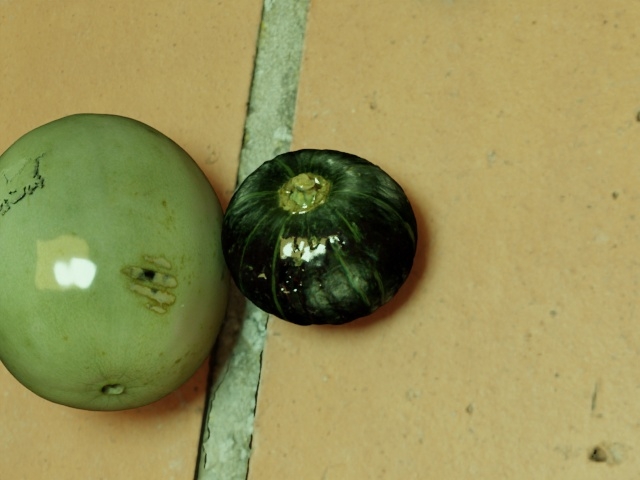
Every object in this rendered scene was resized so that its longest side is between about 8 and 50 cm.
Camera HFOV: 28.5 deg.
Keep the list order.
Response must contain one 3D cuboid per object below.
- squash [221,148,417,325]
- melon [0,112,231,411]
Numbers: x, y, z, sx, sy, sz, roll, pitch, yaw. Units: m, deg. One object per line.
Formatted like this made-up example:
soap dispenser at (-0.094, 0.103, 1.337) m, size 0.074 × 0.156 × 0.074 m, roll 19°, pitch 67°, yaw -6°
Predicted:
squash at (0.000, -0.004, 1.231) m, size 0.193 × 0.156 × 0.193 m, roll -25°, pitch 40°, yaw 23°
melon at (-0.230, 0.011, 1.287) m, size 0.268 × 0.268 × 0.330 m, roll -26°, pitch 53°, yaw 19°
